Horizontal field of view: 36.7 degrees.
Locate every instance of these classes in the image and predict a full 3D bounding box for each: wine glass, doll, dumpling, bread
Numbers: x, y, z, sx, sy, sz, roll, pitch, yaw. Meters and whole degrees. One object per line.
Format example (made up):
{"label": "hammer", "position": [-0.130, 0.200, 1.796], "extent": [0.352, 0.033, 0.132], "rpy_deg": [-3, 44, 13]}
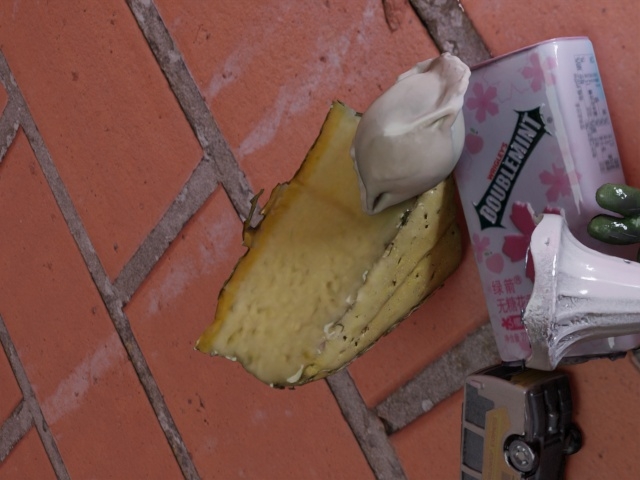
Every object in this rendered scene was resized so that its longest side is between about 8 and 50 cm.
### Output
{"label": "wine glass", "position": [0.305, 0.055, 0.967], "extent": [0.197, 0.165, 0.164], "rpy_deg": [1, 102, 15]}
{"label": "doll", "position": [0.360, -0.018, 1.016], "extent": [0.077, 0.150, 0.115], "rpy_deg": [-88, 3, -72]}
{"label": "dumpling", "position": [0.100, -0.133, 1.131], "extent": [0.229, 0.124, 0.151], "rpy_deg": [-47, 37, 37]}
{"label": "bread", "position": [0.000, 0.000, 1.248], "extent": [0.248, 0.315, 0.279], "rpy_deg": [27, 134, 36]}

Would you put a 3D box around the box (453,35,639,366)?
{"label": "box", "position": [0.262, -0.035, 1.134], "extent": [0.190, 0.112, 0.369], "rpy_deg": [-15, 88, 48]}

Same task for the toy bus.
{"label": "toy bus", "position": [0.250, 0.323, 1.248], "extent": [0.138, 0.097, 0.342], "rpy_deg": [17, 113, 50]}
